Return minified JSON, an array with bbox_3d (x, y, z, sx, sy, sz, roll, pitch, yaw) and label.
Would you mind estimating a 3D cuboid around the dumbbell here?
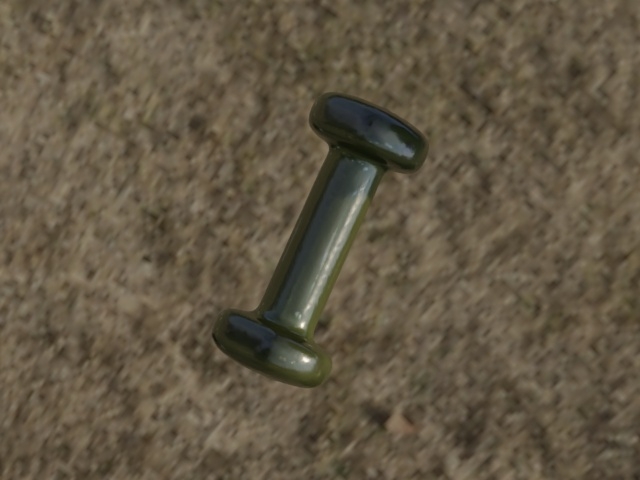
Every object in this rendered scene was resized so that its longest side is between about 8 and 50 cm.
[{"bbox_3d":[0.000,0.000,0.741,0.052,0.118,0.046,24,-1,38],"label":"dumbbell"}]
